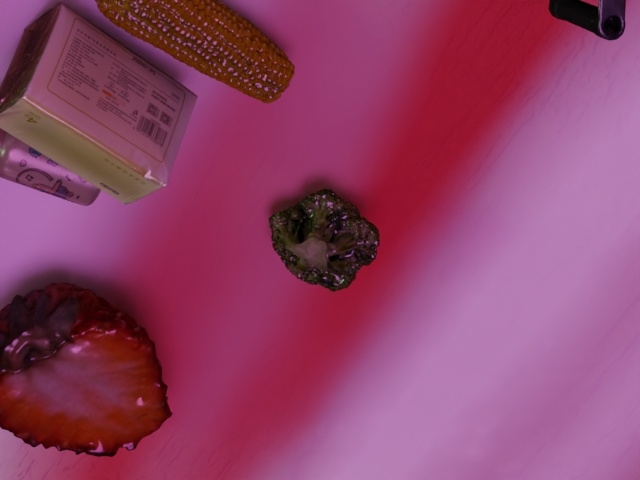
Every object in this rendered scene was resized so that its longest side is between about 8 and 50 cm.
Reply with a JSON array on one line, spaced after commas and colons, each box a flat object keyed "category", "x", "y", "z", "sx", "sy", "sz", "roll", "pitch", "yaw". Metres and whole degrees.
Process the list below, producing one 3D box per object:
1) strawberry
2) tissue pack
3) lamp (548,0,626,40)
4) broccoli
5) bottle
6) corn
[{"category": "strawberry", "x": -0.368, "y": 0.194, "z": 2.209, "sx": 0.265, "sy": 0.149, "sz": 0.336, "roll": -35, "pitch": 136, "yaw": 7}, {"category": "tissue pack", "x": -0.297, "y": -0.175, "z": 1.910, "sx": 0.234, "sy": 0.159, "sz": 0.125, "roll": 32, "pitch": 149, "yaw": -30}, {"category": "lamp", "x": 0.248, "y": -0.450, "z": 1.799, "sx": 0.272, "sy": 0.205, "sz": 0.374, "roll": -1, "pitch": 110, "yaw": -17}, {"category": "broccoli", "x": 0.000, "y": 0.000, "z": 2.142, "sx": 0.162, "sy": 0.138, "sz": 0.146, "roll": 38, "pitch": 108, "yaw": 2}, {"category": "bottle", "x": -0.395, "y": -0.128, "z": 1.980, "sx": 0.209, "sy": 0.097, "sz": 0.110, "roll": 20, "pitch": 112, "yaw": -24}, {"category": "corn", "x": -0.166, "y": -0.280, "z": 1.912, "sx": 0.310, "sy": 0.101, "sz": 0.101, "roll": 28, "pitch": 117, "yaw": -26}]
